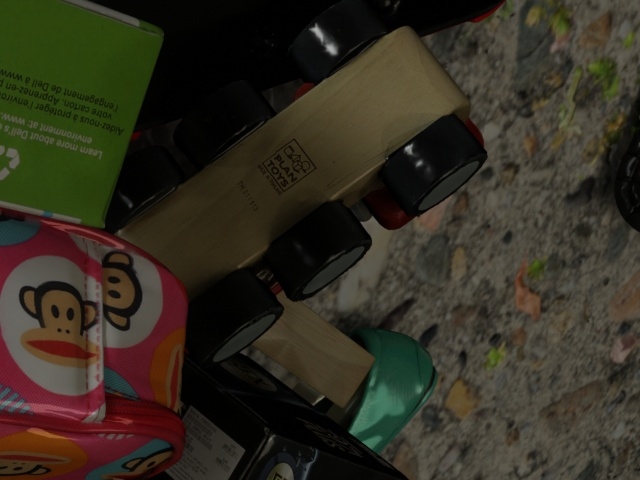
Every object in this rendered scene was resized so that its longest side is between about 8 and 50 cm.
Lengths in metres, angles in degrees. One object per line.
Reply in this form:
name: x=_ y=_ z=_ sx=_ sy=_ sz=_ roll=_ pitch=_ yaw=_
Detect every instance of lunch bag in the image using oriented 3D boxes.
lunch bag: x=-0.235 y=0.064 z=0.706 sx=0.293 sy=0.258 sz=0.120 roll=15 pitch=62 yaw=-36

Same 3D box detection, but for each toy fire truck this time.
toy fire truck: x=0.000 y=0.000 z=0.919 sx=0.217 sy=0.158 sz=0.246 roll=-37 pitch=169 yaw=-3

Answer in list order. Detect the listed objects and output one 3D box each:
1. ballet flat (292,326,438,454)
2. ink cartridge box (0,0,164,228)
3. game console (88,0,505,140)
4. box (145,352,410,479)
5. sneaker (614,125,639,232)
ballet flat: x=-0.015 y=0.164 z=1.084 sx=0.087 sy=0.083 sz=0.247 roll=35 pitch=88 yaw=-24
ink cartridge box: x=-0.226 y=-0.095 z=0.628 sx=0.255 sy=0.189 sz=0.097 roll=12 pitch=99 yaw=-46
game console: x=-0.021 y=-0.252 z=0.843 sx=0.387 sy=0.060 sz=0.342 roll=-23 pitch=123 yaw=-33
box: x=-0.058 y=0.123 z=0.928 sx=0.147 sy=0.180 sz=0.077 roll=29 pitch=93 yaw=-48
sneaker: x=0.340 y=-0.128 z=1.234 sx=0.283 sy=0.107 sz=0.124 roll=-60 pitch=153 yaw=9
